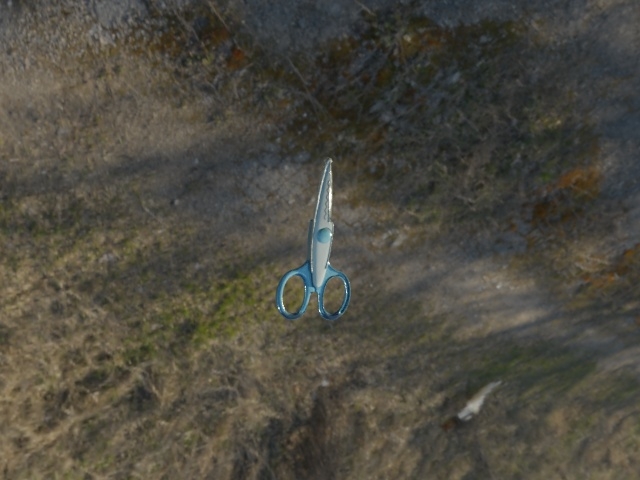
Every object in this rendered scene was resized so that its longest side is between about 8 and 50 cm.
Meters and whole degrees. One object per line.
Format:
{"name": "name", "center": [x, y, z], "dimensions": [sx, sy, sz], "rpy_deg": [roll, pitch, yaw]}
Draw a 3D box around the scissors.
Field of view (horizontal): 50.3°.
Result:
{"name": "scissors", "center": [0.000, 0.000, 0.490], "dimensions": [0.058, 0.014, 0.119], "rpy_deg": [4, 100, -20]}
